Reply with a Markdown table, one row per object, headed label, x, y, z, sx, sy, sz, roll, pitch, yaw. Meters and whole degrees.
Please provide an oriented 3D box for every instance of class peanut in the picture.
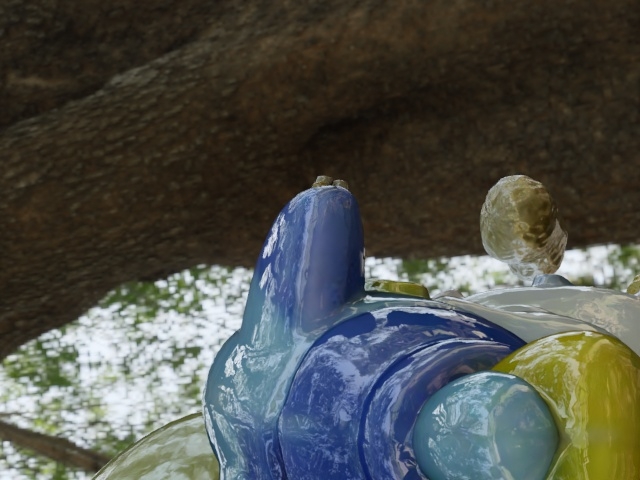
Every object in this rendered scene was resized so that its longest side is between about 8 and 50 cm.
| label | x | y | z | sx | sy | sz | roll | pitch | yaw |
| --- | --- | --- | --- | --- | --- | --- | --- | --- | --- |
| peanut | 0.294 | -0.009 | 1.572 | 0.120 | 0.110 | 0.236 | -69 | -25 | -20 |

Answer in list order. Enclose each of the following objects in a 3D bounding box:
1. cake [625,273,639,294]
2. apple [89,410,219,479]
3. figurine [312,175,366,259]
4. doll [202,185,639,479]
| label | x | y | z | sx | sy | sz | roll | pitch | yaw |
| --- | --- | --- | --- | --- | --- | --- | --- | --- | --- |
| cake | 0.550 | 0.145 | 1.460 | 0.227 | 0.286 | 0.222 | -69 | -33 | -61 |
| apple | -0.079 | 0.397 | 1.061 | 0.474 | 0.474 | 0.473 | 18 | -112 | -53 |
| figurine | -0.004 | -0.002 | 1.259 | 0.101 | 0.068 | 0.143 | -9 | -101 | -17 |
| doll | 0.072 | 0.076 | 0.534 | 0.366 | 0.376 | 0.187 | 9 | -122 | -54 |
